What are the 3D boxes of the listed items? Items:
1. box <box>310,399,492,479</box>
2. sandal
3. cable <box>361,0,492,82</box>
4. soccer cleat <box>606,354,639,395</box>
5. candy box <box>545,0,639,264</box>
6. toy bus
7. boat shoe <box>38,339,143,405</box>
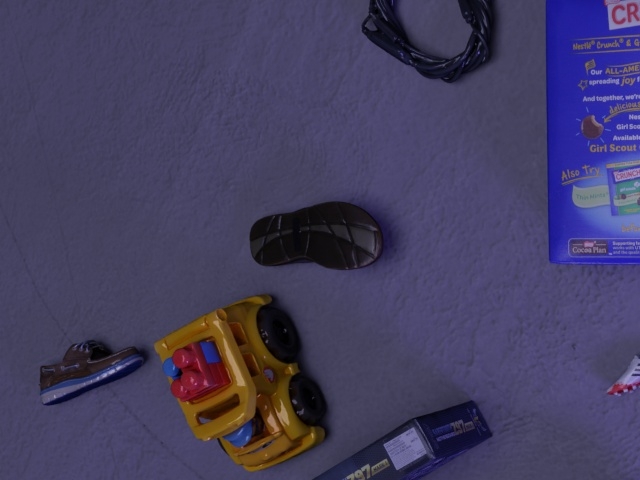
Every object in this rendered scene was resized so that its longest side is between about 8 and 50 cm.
[{"bbox_3d":[0.076,0.283,1.898,0.232,0.183,0.059,-34,76,25],"label":"box"},{"bbox_3d":[0.000,0.000,2.006,0.219,0.060,0.090,-8,81,42],"label":"sandal"},{"bbox_3d":[0.145,-0.284,1.931,0.184,0.047,0.150,36,102,25],"label":"cable"},{"bbox_3d":[0.374,0.156,1.829,0.083,0.029,0.036,-32,68,21],"label":"soccer cleat"},{"bbox_3d":[0.401,-0.132,1.754,0.268,0.122,0.317,1,93,29],"label":"candy box"},{"bbox_3d":[-0.117,0.192,1.983,0.149,0.211,0.220,-28,80,24],"label":"toy bus"},{"bbox_3d":[-0.331,0.176,2.173,0.183,0.066,0.066,-23,79,26],"label":"boat shoe"}]
